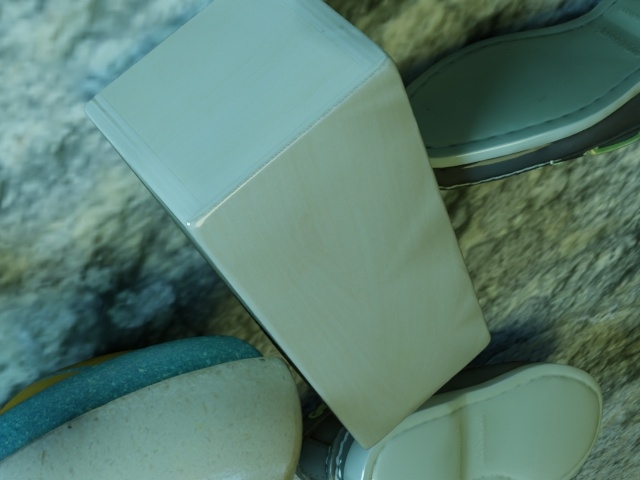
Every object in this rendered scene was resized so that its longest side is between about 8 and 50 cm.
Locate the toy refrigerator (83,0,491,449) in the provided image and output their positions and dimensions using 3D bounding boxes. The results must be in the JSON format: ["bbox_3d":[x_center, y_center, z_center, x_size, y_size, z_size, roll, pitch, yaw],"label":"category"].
[{"bbox_3d":[0.000,0.000,0.509,0.102,0.094,0.269,-41,148,-6],"label":"toy refrigerator"}]

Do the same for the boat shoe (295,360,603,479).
[{"bbox_3d":[0.108,0.145,0.783,0.305,0.091,0.109,-1,96,-44],"label":"boat shoe"}]

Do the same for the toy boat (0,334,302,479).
[{"bbox_3d":[-0.152,0.108,0.480,0.267,0.148,0.318,-34,155,6],"label":"toy boat"}]

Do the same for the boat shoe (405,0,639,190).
[{"bbox_3d":[0.134,-0.075,0.542,0.228,0.081,0.068,-26,142,-19],"label":"boat shoe"}]
